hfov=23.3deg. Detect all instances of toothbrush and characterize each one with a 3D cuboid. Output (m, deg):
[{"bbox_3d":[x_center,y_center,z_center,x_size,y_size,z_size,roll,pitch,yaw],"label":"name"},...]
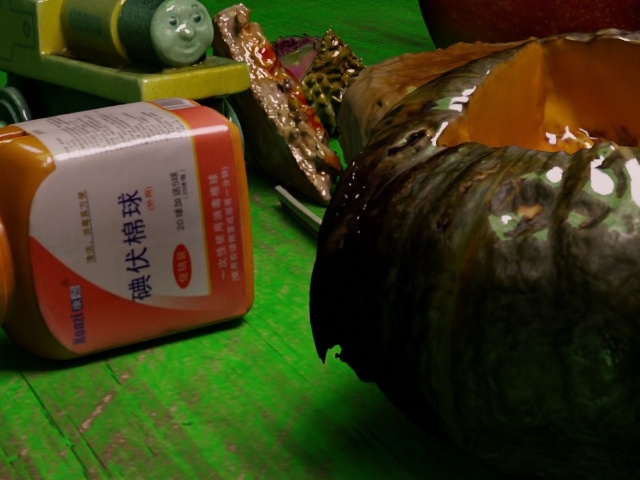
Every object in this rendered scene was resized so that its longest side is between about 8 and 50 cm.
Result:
[{"bbox_3d":[0.005,-0.002,1.199,0.028,0.026,0.294,-22,20,-6],"label":"toothbrush"}]

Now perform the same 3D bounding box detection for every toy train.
[{"bbox_3d":[-0.192,-0.162,1.405,0.150,0.237,0.369,-14,19,-34],"label":"toy train"}]

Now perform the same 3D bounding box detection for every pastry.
[{"bbox_3d":[0.142,-0.093,1.310,0.257,0.121,0.236,14,29,41],"label":"pastry"}]

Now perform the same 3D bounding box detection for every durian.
[{"bbox_3d":[-0.017,-0.135,1.563,0.108,0.119,0.186,-51,20,-14],"label":"durian"}]

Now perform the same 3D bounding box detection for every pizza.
[{"bbox_3d":[-0.028,-0.104,1.381,0.062,0.188,0.199,-28,56,-14],"label":"pizza"}]

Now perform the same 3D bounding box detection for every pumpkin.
[{"bbox_3d":[0.158,0.000,0.844,0.320,0.192,0.320,-8,25,4],"label":"pumpkin"}]

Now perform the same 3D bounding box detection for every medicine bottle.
[{"bbox_3d":[-0.164,-0.004,1.035,0.222,0.149,0.112,-13,20,-26],"label":"medicine bottle"}]

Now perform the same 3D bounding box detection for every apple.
[{"bbox_3d":[0.250,-0.280,1.636,0.317,0.288,0.288,15,24,28],"label":"apple"}]
